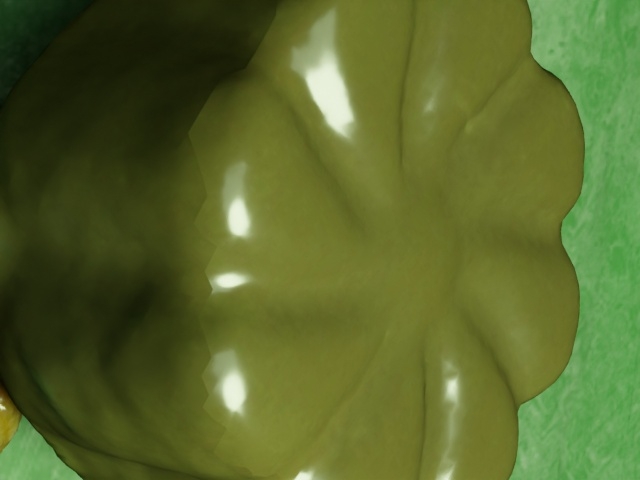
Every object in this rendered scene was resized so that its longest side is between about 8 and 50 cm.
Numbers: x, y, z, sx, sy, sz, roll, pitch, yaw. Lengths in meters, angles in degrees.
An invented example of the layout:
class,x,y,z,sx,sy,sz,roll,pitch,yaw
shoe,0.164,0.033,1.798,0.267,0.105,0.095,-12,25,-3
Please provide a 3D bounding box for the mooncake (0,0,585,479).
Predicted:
class,x,y,z,sx,sy,sz,roll,pitch,yaw
mooncake,0.000,0.000,0.829,0.378,0.200,0.379,-17,112,-47

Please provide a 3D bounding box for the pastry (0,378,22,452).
class,x,y,z,sx,sy,sz,roll,pitch,yaw
pastry,-0.244,0.042,0.799,0.229,0.100,0.219,29,87,-36
